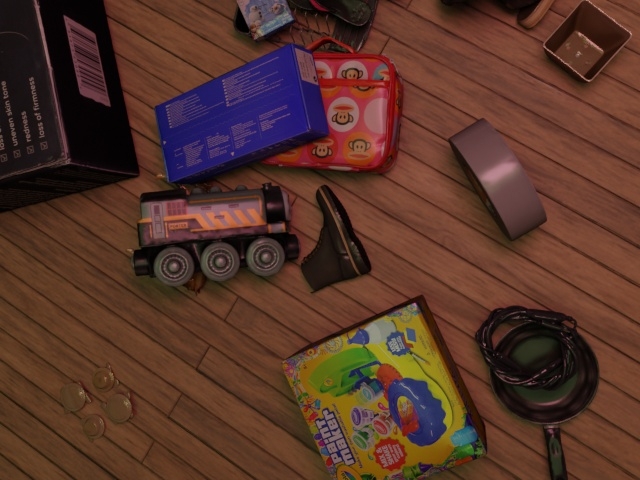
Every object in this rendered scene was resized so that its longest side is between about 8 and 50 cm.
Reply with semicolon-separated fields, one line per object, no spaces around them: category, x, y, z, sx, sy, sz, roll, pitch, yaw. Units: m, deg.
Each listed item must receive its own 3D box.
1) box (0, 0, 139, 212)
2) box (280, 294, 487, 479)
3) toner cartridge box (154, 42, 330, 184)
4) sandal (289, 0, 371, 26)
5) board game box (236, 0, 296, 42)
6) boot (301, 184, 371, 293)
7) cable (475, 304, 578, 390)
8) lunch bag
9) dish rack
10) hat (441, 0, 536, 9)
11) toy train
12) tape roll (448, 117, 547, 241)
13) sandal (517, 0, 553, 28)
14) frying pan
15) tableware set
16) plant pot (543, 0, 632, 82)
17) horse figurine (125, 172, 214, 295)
box;-0.693;-0.317;1.328;0.472;0.297;0.479;-13;88;10
box;0.124;0.294;1.212;0.279;0.177;0.289;-26;84;12
toner cartridge box;-0.159;-0.230;1.223;0.348;0.075;0.165;-14;83;31
sandal;0.014;-0.469;1.236;0.179;0.040;0.067;24;94;8
board game box;-0.108;-0.454;1.268;0.090;0.020;0.090;-25;86;9
boot;0.000;0.000;1.294;0.137;0.077;0.197;-26;83;16
cable;0.380;0.199;1.185;0.185;0.047;0.150;6;93;11
lunch bag;0.015;-0.266;1.253;0.293;0.120;0.258;6;94;19
dish rack;-0.022;-0.490;1.297;0.272;0.074;0.208;15;94;11
hat;0.377;-0.517;1.160;0.331;0.331;0.134;-44;121;9
toy train;-0.208;-0.014;1.268;0.334;0.142;0.190;-6;90;-10
tape roll;0.316;-0.108;1.148;0.072;0.219;0.219;-31;84;10
sandal;0.475;-0.494;1.202;0.079;0.088;0.240;30;105;-21
frying pan;0.452;0.303;1.202;0.197;0.053;0.326;-31;84;10
tableware set;-0.498;0.361;1.425;0.169;0.020;0.141;-32;82;12
plant pot;0.482;-0.354;1.176;0.109;0.096;0.109;43;98;10
horse figurine;-0.290;-0.034;1.353;0.175;0.066;0.263;23;88;-1
